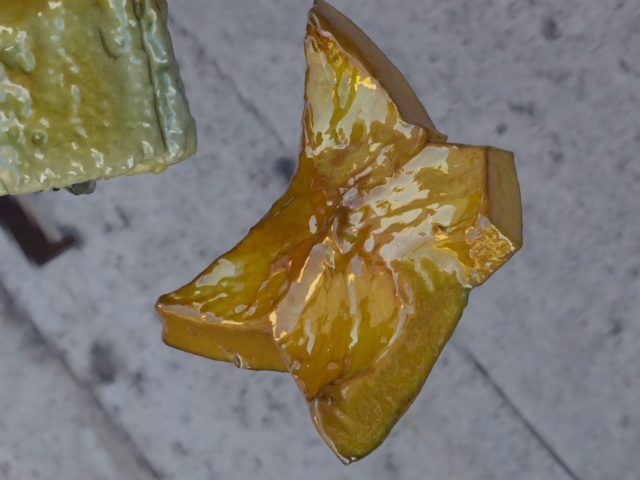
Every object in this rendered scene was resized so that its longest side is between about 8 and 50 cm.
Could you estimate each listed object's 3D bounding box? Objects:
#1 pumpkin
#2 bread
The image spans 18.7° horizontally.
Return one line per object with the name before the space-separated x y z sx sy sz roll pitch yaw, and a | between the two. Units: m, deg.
pumpkin | 0.022 -0.008 1.386 0.258 0.290 0.095 26 175 46
bread | -0.184 -0.137 1.455 0.162 0.262 0.204 -15 93 11
